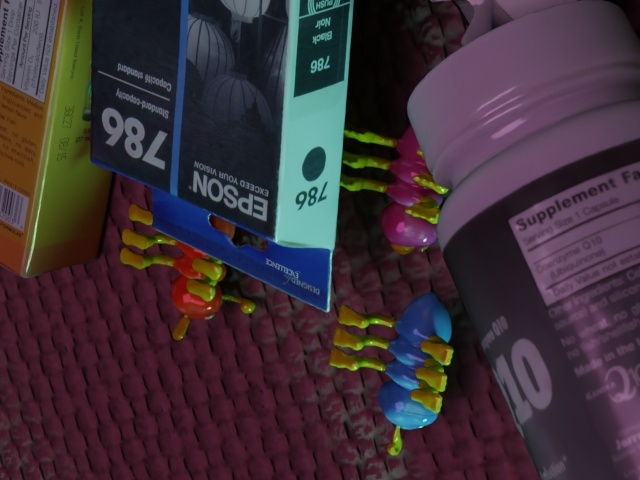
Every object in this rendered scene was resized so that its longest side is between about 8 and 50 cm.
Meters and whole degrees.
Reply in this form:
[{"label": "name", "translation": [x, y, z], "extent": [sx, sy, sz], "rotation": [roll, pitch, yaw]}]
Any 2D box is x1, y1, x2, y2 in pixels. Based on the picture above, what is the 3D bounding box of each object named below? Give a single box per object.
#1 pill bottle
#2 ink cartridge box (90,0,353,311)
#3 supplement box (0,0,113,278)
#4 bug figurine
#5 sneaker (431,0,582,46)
[{"label": "pill bottle", "translation": [0.161, 0.025, 0.913], "extent": [0.161, 0.161, 0.283], "rotation": [-35, 70, 36]}, {"label": "ink cartridge box", "translation": [-0.061, -0.119, 0.995], "extent": [0.165, 0.065, 0.333], "rotation": [23, 123, 34]}, {"label": "supplement box", "translation": [-0.193, -0.096, 1.209], "extent": [0.080, 0.078, 0.233], "rotation": [30, 116, 31]}, {"label": "bug figurine", "translation": [0.000, 0.000, 1.093], "extent": [0.279, 0.072, 0.216], "rotation": [25, 109, 34]}, {"label": "sneaker", "translation": [0.075, -0.273, 0.951], "extent": [0.146, 0.122, 0.330], "rotation": [-35, 89, 35]}]
